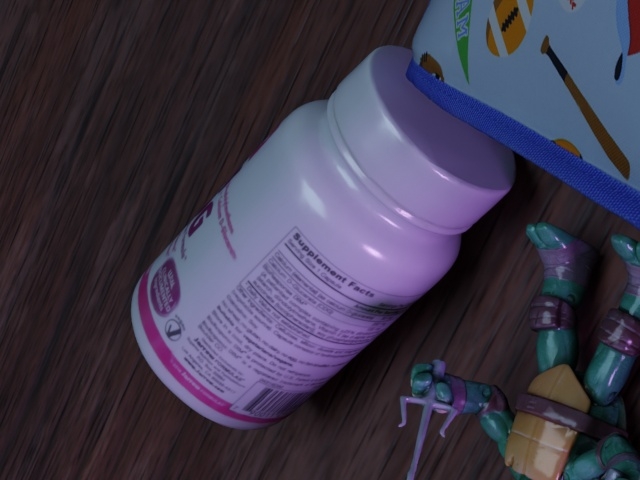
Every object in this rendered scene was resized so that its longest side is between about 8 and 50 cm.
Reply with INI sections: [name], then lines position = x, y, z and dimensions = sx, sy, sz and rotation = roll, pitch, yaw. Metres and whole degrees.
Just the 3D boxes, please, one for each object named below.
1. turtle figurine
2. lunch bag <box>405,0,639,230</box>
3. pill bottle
[turtle figurine]
position = 0.144, 0.110, 0.899
dimensions = 0.175, 0.118, 0.234
rotation = 15, 78, 33
[lunch bag]
position = 0.214, -0.186, 0.784
dimensions = 0.385, 0.239, 0.327
rotation = 39, 114, 58
[pill bottle]
position = 0.000, 0.000, 1.038
dimensions = 0.283, 0.160, 0.160
rotation = -45, 53, 31
